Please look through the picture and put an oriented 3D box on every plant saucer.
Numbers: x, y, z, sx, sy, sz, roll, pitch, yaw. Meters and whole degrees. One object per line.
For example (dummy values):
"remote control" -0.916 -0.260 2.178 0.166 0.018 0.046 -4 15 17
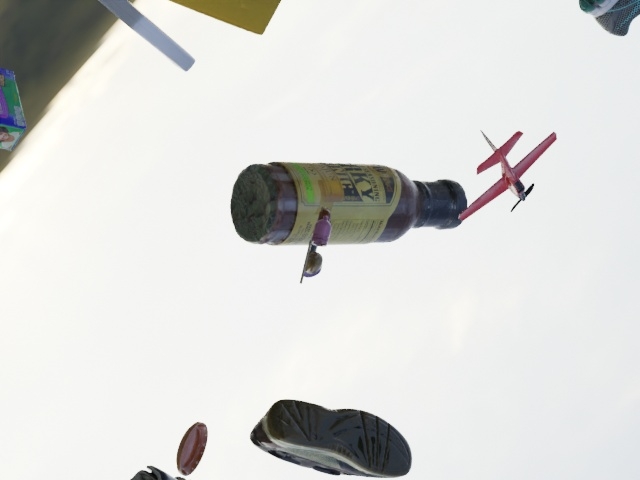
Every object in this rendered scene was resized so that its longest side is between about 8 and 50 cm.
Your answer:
"plant saucer" -0.192 0.308 2.360 0.083 0.013 0.083 17 90 -70

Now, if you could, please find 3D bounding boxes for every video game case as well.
"video game case" -0.224 -0.257 1.678 0.022 0.173 0.190 -49 166 3

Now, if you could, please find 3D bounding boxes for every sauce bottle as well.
"sauce bottle" 0.046 -0.049 2.110 0.111 0.344 0.111 3 -86 51

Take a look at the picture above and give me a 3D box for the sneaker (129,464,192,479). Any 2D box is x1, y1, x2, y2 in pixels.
"sneaker" -0.157 0.306 1.839 0.086 0.163 0.226 -59 -165 2

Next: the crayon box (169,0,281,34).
"crayon box" -0.181 -0.359 1.969 0.323 0.203 0.083 43 -71 43

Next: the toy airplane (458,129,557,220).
"toy airplane" 0.213 -0.081 1.802 0.151 0.151 0.028 -46 -126 5

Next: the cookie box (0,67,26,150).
"cookie box" -0.376 -0.150 1.697 0.040 0.107 0.091 -50 -136 34

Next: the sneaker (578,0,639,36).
"sneaker" 0.380 -0.306 1.863 0.166 0.076 0.065 -42 -149 1

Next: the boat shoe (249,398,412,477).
"boat shoe" 0.012 0.254 2.001 0.073 0.224 0.080 -33 -132 45

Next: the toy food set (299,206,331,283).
"toy food set" 0.000 0.000 1.819 0.122 0.019 0.078 -72 176 -61
